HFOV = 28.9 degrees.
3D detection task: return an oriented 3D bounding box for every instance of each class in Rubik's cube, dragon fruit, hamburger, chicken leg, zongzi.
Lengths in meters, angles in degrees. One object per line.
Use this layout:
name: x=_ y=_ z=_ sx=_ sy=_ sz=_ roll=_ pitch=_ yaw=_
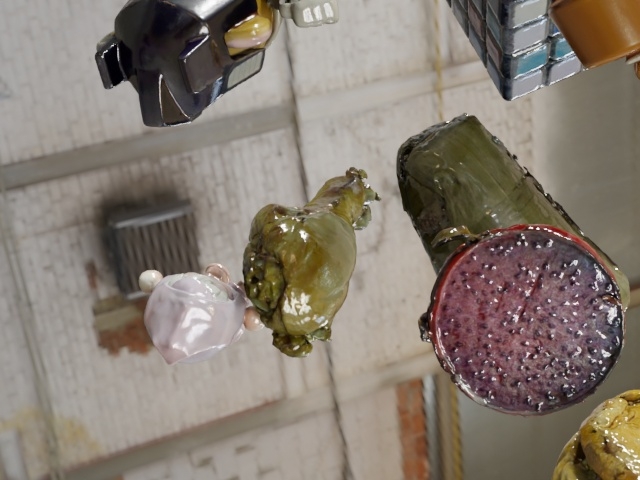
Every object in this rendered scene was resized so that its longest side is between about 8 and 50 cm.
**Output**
Rubik's cube: x=0.298 y=-0.399 z=1.553 sx=0.292 sy=0.287 sz=0.293 roll=74 pitch=-8 yaw=-65
dragon fruit: x=0.226 y=0.073 z=1.402 sx=0.148 sy=0.224 sz=0.218 roll=-64 pitch=162 yaw=-73
hamburger: x=0.481 y=0.343 z=1.717 sx=0.318 sy=0.319 sz=0.158 roll=53 pitch=-50 yaw=44
chicken leg: x=0.000 y=0.000 z=1.889 sx=0.201 sy=0.429 sz=0.153 roll=42 pitch=-60 yaw=-4
zongzi: x=0.208 y=0.014 z=1.746 sx=0.356 sy=0.174 sz=0.393 roll=51 pitch=-19 yaw=-2

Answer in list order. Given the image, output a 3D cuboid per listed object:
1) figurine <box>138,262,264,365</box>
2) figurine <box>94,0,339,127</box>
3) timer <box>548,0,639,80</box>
figurine: x=-0.177 y=0.108 z=1.842 sx=0.276 sy=0.200 sz=0.133 roll=-16 pitch=126 yaw=-81
figurine: x=-0.111 y=-0.231 z=1.282 sx=0.143 sy=0.308 sz=0.308 roll=55 pitch=-18 yaw=-12
timer: x=0.262 y=-0.136 z=0.942 sx=0.152 sy=0.132 sz=0.132 roll=65 pitch=-20 yaw=-4
